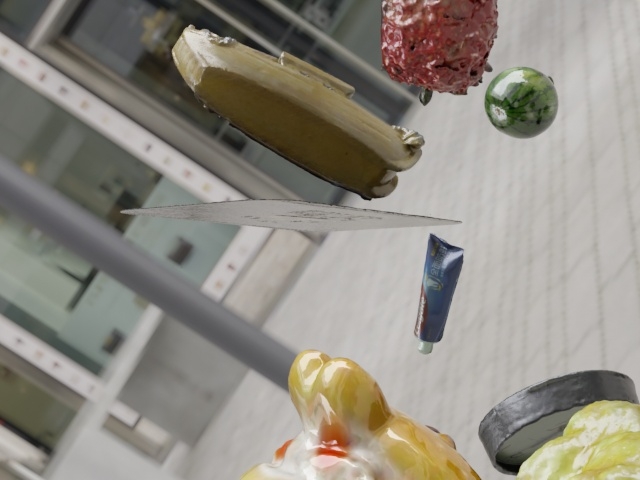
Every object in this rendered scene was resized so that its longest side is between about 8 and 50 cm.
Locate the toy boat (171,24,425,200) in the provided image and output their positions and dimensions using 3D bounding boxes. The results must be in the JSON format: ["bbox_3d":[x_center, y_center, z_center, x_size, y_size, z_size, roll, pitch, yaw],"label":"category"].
[{"bbox_3d":[-0.028,-0.162,1.647,0.089,0.321,0.121,-55,12,35],"label":"toy boat"}]

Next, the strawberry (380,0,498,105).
[{"bbox_3d":[0.123,-0.214,1.298,0.140,0.085,0.192,1,-69,-46],"label":"strawberry"}]

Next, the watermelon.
[{"bbox_3d":[0.271,-0.182,1.842,0.109,0.109,0.109,-55,6,9],"label":"watermelon"}]

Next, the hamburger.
[{"bbox_3d":[0.048,0.246,1.274,0.186,0.303,0.261,-49,15,-15],"label":"hamburger"}]

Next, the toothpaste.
[{"bbox_3d":[0.072,0.035,0.868,0.019,0.027,0.083,-28,-44,-48],"label":"toothpaste"}]

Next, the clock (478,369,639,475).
[{"bbox_3d":[0.268,0.206,1.534,0.184,0.184,0.040,-51,44,42],"label":"clock"}]

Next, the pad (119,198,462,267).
[{"bbox_3d":[0.001,-0.001,1.550,0.315,0.375,0.063,-5,84,39],"label":"pad"}]

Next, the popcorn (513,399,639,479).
[{"bbox_3d":[0.276,0.242,1.106,0.225,0.276,0.276,-45,4,-11],"label":"popcorn"}]
